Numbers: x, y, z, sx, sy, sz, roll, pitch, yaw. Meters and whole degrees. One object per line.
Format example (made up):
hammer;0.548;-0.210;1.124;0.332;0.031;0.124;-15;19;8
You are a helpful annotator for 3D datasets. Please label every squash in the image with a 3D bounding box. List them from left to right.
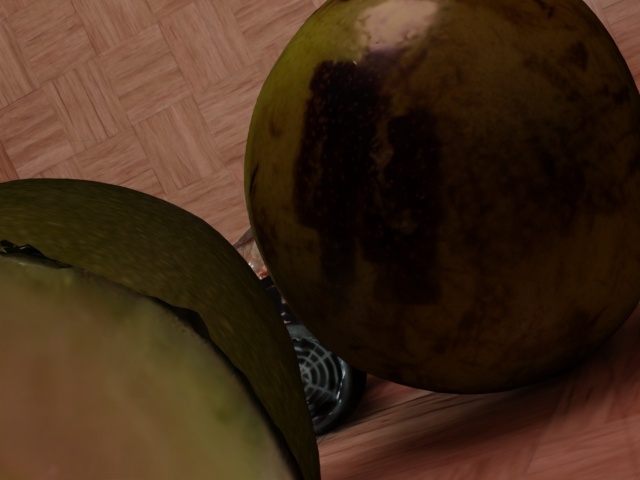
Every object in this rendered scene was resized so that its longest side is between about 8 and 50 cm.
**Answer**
squash;-0.134;0.100;0.546;0.263;0.263;0.384;-26;6;-2

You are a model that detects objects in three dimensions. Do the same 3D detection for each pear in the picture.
pear;0.085;-0.042;0.748;0.283;0.283;0.283;-25;6;3

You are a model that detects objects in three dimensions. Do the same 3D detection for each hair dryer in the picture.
hair dryer;0.096;0.046;0.921;0.352;0.107;0.189;-20;8;1

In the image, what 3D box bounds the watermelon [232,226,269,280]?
watermelon;-0.001;-0.016;1.582;0.302;0.151;0.264;-28;7;-23
